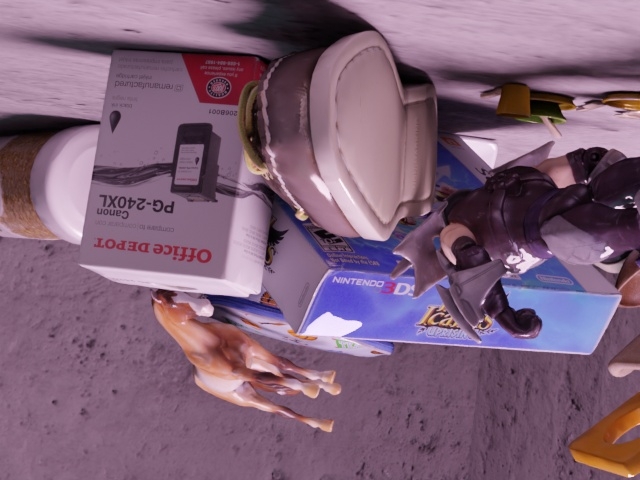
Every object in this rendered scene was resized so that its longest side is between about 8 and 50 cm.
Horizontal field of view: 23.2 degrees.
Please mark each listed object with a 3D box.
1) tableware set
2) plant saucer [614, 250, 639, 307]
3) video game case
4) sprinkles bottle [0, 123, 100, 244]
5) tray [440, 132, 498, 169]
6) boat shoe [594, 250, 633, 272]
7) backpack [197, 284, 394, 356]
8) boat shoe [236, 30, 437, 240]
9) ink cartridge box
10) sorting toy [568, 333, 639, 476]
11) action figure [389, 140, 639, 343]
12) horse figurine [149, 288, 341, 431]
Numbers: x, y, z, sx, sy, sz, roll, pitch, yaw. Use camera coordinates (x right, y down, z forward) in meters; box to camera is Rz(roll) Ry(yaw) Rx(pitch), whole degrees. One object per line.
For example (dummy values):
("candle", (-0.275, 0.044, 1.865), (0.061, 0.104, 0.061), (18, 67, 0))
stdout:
("tableware set", (0.187, -0.081, 1.028), (0.154, 0.024, 0.104), (7, 177, -12))
("plant saucer", (0.397, 0.009, 1.664), (0.199, 0.036, 0.198), (-21, 160, -8))
("video game case", (0.050, -0.015, 1.158), (0.270, 0.061, 0.244), (6, -152, -35))
("sprinkles bottle", (-0.301, -0.059, 1.674), (0.121, 0.121, 0.355), (7, 177, -31))
("tray", (0.006, -0.043, 1.337), (0.270, 0.145, 0.030), (7, -150, -12))
("boat shoe", (0.291, -0.025, 1.799), (0.079, 0.084, 0.233), (48, 168, -21))
("backpack", (0.000, 0.000, 1.505), (0.277, 0.213, 0.263), (10, 166, -12))
("boat shoe", (0.005, -0.062, 0.936), (0.097, 0.116, 0.324), (3, -177, 12))
("ink cartridge box", (-0.090, -0.044, 1.033), (0.109, 0.150, 0.063), (5, 172, 19))
("sorting toy", (0.277, 0.016, 0.904), (0.348, 0.047, 0.196), (-37, -166, -28))
("action figure", (0.160, -0.011, 0.948), (0.099, 0.185, 0.285), (53, 149, -16))
("horse figurine", (-0.068, 0.121, 1.495), (0.174, 0.066, 0.263), (19, 168, 11))
